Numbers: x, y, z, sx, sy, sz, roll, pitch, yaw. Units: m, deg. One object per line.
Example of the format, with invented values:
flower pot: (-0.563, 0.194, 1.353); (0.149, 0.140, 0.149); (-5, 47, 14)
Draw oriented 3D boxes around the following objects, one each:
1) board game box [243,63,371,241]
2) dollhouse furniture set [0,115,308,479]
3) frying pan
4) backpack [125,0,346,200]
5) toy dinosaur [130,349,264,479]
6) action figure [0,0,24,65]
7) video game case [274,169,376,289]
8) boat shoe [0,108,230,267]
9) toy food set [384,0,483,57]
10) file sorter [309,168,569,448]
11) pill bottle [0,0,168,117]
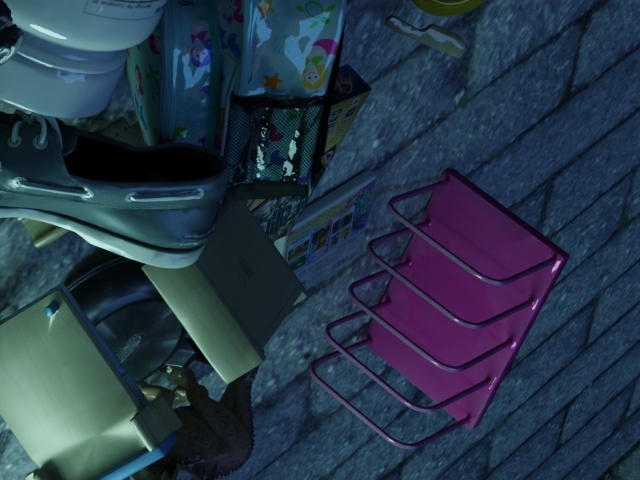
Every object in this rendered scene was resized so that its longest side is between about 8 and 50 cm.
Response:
board game box: (-0.057, -0.070, 1.897); (0.165, 0.042, 0.243); (-25, 156, -42)
dollhouse furniture set: (-0.217, 0.066, 1.769); (0.303, 0.286, 0.198); (-32, -173, 19)
frying pan: (-0.195, 0.128, 1.932); (0.197, 0.053, 0.326); (-36, 145, -5)
backpack: (-0.071, -0.186, 1.555); (0.191, 0.225, 0.253); (2, 131, -20)
toy dinosaur: (-0.144, 0.241, 2.037); (0.296, 0.200, 0.127); (-28, 147, -41)
action figure: (-0.294, -0.162, 1.235); (0.185, 0.099, 0.285); (-34, 127, -53)
video game case: (0.000, 0.000, 2.167); (0.157, 0.019, 0.143); (-32, 149, -33)
boat shoe: (-0.223, -0.074, 1.447); (0.319, 0.116, 0.099); (19, 127, -21)
toy food set: (0.136, -0.317, 1.924); (0.128, 0.071, 0.218); (9, 117, -35)
file sorter: (0.139, 0.094, 2.300); (0.182, 0.202, 0.290); (-18, 139, -52)
pill bottle: (-0.178, -0.247, 1.373); (0.160, 0.160, 0.283); (-13, 135, -53)
